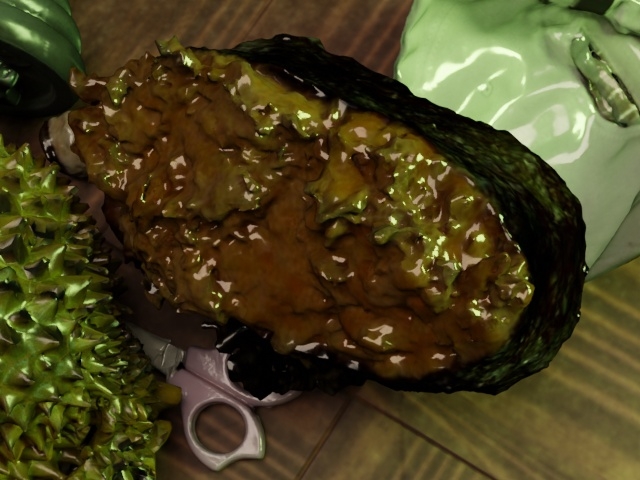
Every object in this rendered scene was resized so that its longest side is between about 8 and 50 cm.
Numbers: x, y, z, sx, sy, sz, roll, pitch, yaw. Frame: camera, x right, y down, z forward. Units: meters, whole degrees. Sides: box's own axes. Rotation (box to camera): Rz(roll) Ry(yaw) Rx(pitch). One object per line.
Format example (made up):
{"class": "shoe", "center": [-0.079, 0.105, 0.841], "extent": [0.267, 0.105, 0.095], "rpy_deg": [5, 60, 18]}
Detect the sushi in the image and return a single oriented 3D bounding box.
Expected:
{"class": "sushi", "center": [0.000, 0.000, 0.795], "extent": [0.348, 0.207, 0.234], "rpy_deg": [25, 108, 29]}

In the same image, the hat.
{"class": "hat", "center": [0.217, -0.119, 0.875], "extent": [0.301, 0.168, 0.258], "rpy_deg": [-24, 78, -26]}

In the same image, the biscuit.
{"class": "biscuit", "center": [-0.119, -0.099, 0.958], "extent": [0.219, 0.055, 0.061], "rpy_deg": [-17, 73, 5]}

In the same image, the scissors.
{"class": "scissors", "center": [-0.118, 0.090, 0.905], "extent": [0.212, 0.021, 0.110], "rpy_deg": [27, 79, 18]}

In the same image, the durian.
{"class": "durian", "center": [-0.243, 0.074, 0.810], "extent": [0.258, 0.293, 0.258], "rpy_deg": [-23, 24, 11]}

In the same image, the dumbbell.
{"class": "dumbbell", "center": [-0.244, -0.277, 0.983], "extent": [0.179, 0.179, 0.406], "rpy_deg": [8, 71, 13]}
